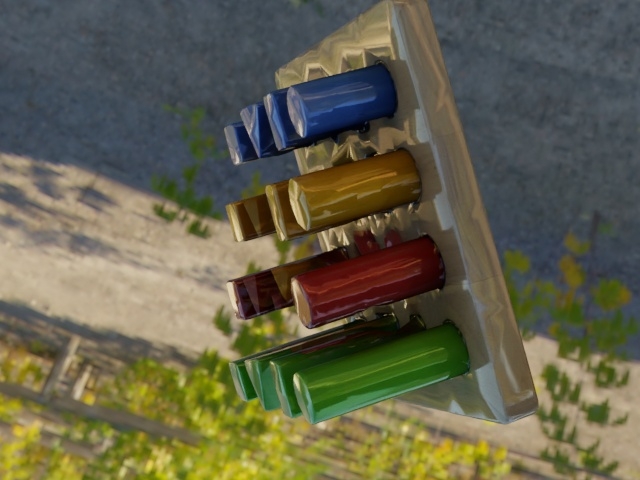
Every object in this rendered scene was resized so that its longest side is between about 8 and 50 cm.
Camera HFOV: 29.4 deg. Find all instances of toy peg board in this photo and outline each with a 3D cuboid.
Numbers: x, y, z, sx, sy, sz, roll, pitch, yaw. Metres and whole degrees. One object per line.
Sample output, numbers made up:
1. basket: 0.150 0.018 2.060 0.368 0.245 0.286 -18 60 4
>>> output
1. toy peg board: 0.000 0.000 0.503 0.079 0.160 0.161 -17 -177 -18
